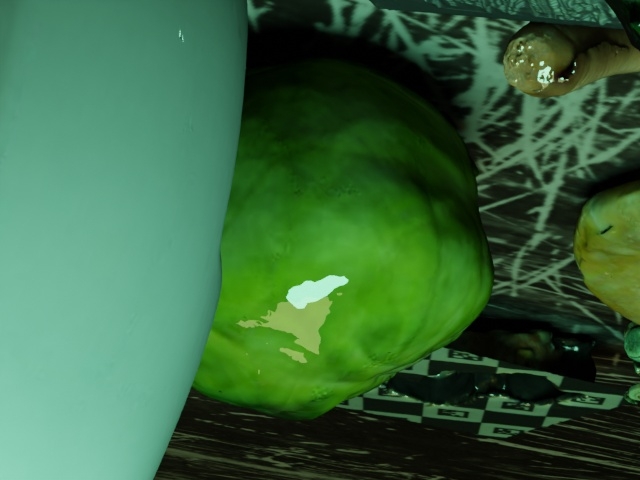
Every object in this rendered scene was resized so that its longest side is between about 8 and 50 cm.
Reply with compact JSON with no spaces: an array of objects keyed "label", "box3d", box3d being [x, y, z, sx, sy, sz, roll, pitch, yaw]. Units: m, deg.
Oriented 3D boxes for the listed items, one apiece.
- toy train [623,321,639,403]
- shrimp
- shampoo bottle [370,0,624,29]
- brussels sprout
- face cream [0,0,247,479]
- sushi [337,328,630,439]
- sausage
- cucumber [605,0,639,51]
[{"label":"toy train","box3d":[0.339,0.111,1.523,0.125,0.081,0.194,-13,153,37]},{"label":"shrimp","box3d":[0.386,0.033,1.274,0.445,0.085,0.272,22,152,-31]},{"label":"shampoo bottle","box3d":[0.089,-0.138,0.799,0.309,0.071,0.098,7,169,20]},{"label":"brussels sprout","box3d":[0.000,0.000,1.084,0.219,0.210,0.271,-28,160,24]},{"label":"face cream","box3d":[-0.142,-0.051,0.700,0.219,0.357,0.312,9,163,-9]},{"label":"sushi","box3d":[0.108,0.112,1.638,0.294,0.059,0.292,14,161,-23]},{"label":"sausage","box3d":[0.146,-0.096,0.901,0.040,0.047,0.176,29,-156,27]},{"label":"cucumber","box3d":[0.264,-0.084,0.655,0.359,0.096,0.096,2,163,0]}]
